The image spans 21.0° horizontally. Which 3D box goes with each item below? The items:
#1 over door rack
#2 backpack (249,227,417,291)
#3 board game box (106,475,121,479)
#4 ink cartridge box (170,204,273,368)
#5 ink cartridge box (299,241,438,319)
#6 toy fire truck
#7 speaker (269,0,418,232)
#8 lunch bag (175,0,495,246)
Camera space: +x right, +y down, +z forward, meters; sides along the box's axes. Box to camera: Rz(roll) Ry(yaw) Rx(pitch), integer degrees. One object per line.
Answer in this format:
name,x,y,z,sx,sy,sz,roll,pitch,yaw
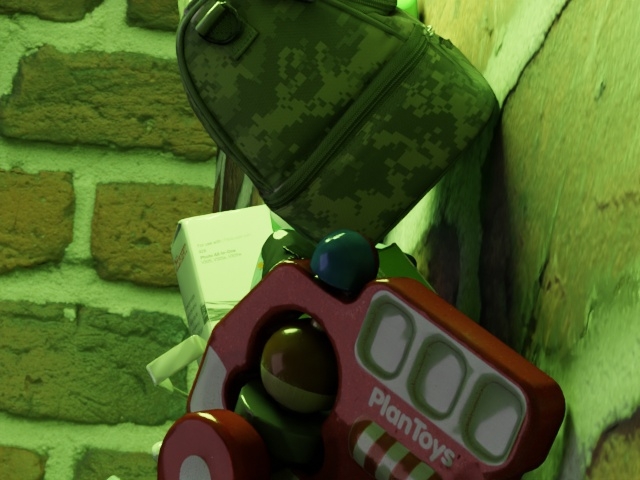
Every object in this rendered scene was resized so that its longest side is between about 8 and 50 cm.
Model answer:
over door rack,-0.074,0.253,1.584,0.239,0.108,0.324,59,176,24
backpack,0.004,0.088,1.688,0.144,0.166,0.188,-101,22,-67
board game box,-0.056,0.332,1.322,0.066,0.318,0.318,-43,11,-12
ink cartridge box,-0.100,0.116,2.240,0.211,0.121,0.289,133,124,-76
ink cartridge box,0.079,0.162,1.435,0.255,0.097,0.189,50,146,27
toy fire truck,0.027,0.135,1.271,0.302,0.169,0.254,39,116,38
speaker,0.022,-0.133,1.854,0.131,0.131,0.296,-98,17,-59
lunch bag,-0.015,-0.153,1.514,0.212,0.256,0.305,-49,15,10
